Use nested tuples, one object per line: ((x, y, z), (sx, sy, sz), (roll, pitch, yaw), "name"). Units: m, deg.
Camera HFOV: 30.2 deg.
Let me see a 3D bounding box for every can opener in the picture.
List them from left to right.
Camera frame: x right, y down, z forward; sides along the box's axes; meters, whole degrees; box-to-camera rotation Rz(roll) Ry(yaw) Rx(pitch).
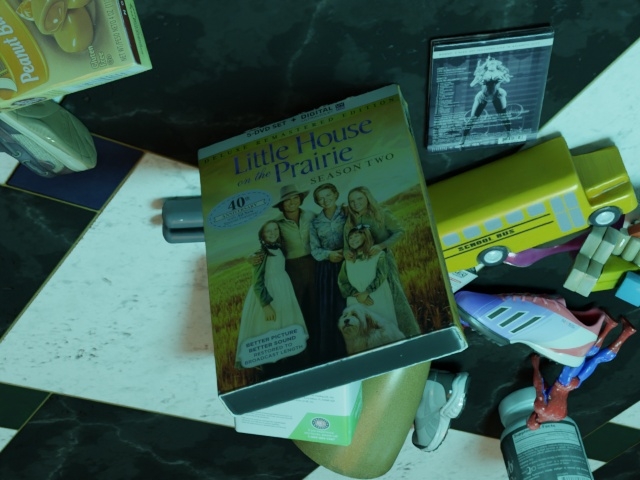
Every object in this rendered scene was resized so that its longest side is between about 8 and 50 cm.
((-0.093, -0.015, 1.772), (0.283, 0.095, 0.076), (-3, 142, -10), "can opener")

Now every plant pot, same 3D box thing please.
((0.086, 0.246, 2.081), (0.237, 0.237, 0.254), (13, 123, -28), "plant pot")

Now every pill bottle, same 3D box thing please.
((0.448, 0.440, 2.350), (0.162, 0.278, 0.162), (-6, 143, -5), "pill bottle")

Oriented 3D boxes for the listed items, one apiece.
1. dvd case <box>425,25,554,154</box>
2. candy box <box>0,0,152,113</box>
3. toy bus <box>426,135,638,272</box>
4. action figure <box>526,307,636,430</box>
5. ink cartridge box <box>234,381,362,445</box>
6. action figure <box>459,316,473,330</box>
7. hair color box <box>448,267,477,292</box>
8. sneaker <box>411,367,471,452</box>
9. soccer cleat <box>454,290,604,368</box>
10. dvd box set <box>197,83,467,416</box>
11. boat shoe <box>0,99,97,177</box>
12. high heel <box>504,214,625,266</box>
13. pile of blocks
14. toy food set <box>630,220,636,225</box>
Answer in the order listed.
((0.232, -0.207, 1.660), (0.164, 0.018, 0.221), (-7, 144, -2), "dvd case")
((-0.369, -0.239, 1.332), (0.316, 0.183, 0.087), (-15, -178, 6), "candy box")
((0.301, -0.059, 1.799), (0.332, 0.108, 0.130), (-20, 140, 14), "toy bus")
((0.464, 0.234, 2.256), (0.091, 0.139, 0.280), (22, 111, -31), "action figure")
((-0.039, 0.179, 1.902), (0.198, 0.115, 0.273), (6, 120, 13), "ink cartridge box")
((0.268, 0.149, 2.126), (0.115, 0.030, 0.038), (19, 171, -35), "action figure")
((0.187, 0.069, 1.993), (0.072, 0.043, 0.141), (24, 133, -37), "hair color box")
((0.214, 0.323, 2.311), (0.108, 0.100, 0.271), (18, 144, 3), "sneaker")
((0.364, 0.130, 2.087), (0.318, 0.108, 0.116), (21, 110, -29), "soccer cleat")
((0.000, 0.000, 1.543), (0.307, 0.420, 0.062), (-17, 140, 10), "dvd box set")
((-0.403, -0.157, 1.510), (0.092, 0.103, 0.285), (-30, 145, 17), "boat shoe")
((0.369, -0.017, 1.900), (0.244, 0.082, 0.117), (10, 128, -17), "high heel")
((0.549, 0.017, 1.859), (0.362, 0.149, 0.112), (-12, 140, -30), "pile of blocks")
((0.543, -0.013, 1.988), (0.078, 0.019, 0.122), (-2, 143, -11), "toy food set")
